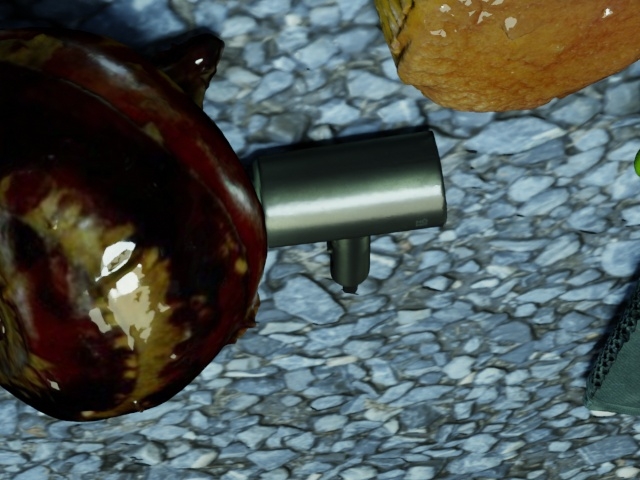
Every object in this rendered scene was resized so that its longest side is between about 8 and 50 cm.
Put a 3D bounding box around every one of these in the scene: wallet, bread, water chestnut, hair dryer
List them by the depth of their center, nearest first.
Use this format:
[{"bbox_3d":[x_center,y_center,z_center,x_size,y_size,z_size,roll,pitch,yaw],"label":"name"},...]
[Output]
[{"bbox_3d":[0.134,-0.162,1.038,0.199,0.104,0.199,-8,151,-5],"label":"bread"},{"bbox_3d":[-0.159,-0.033,1.057,0.300,0.300,0.300,-8,149,-5],"label":"water chestnut"},{"bbox_3d":[0.000,0.000,1.307,0.195,0.078,0.248,-8,154,-2],"label":"hair dryer"},{"bbox_3d":[0.409,0.084,1.561,0.237,0.075,0.342,0,150,-5],"label":"wallet"}]

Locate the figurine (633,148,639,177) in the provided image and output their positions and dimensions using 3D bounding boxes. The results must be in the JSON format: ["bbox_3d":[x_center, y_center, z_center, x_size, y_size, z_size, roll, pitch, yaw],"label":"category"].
[{"bbox_3d":[0.363,-0.108,1.176,0.263,0.143,0.162,-33,150,15],"label":"figurine"}]
